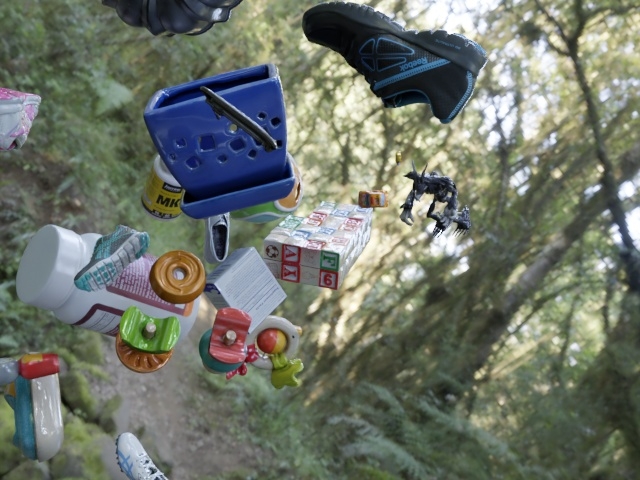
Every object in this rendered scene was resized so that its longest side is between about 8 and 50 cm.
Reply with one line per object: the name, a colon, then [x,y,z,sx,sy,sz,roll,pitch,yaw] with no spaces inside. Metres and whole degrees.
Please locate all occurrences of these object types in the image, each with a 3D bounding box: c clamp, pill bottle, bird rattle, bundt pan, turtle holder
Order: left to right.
pill bottle: [-0.505,0.114,1.980,0.392,0.224,0.224,26,19,-41]
bundt pan: [-0.291,-0.527,1.508,0.331,0.330,0.124,57,23,-15]
pill bottle: [-0.389,-0.157,2.147,0.119,0.119,0.209,55,-42,23]
c clamp: [-0.117,-0.176,1.207,0.160,0.022,0.137,38,-6,23]
turtle holder: [-0.197,-0.144,2.301,0.227,0.320,0.244,28,42,-38]
bird rattle: [-0.161,0.305,2.348,0.253,0.207,0.143,22,13,-11]

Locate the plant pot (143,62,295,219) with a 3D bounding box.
plant pot: [-0.163,-0.174,1.451,0.236,0.235,0.212,-108,-176,-71]

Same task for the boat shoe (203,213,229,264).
boat shoe: [-0.234,-0.038,1.873,0.066,0.184,0.063,11,-8,-31]

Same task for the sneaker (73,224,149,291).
sneaker: [-0.399,0.030,1.529,0.076,0.166,0.065,29,-40,25]

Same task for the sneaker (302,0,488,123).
sneaker: [0.099,-0.302,1.372,0.340,0.140,0.125,24,5,28]

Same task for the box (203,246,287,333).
box: [-0.161,0.105,1.720,0.072,0.126,0.137,-7,-59,52]

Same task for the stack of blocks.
stack of blocks: [0.000,0.000,1.863,0.297,0.171,0.087,-49,146,-63]

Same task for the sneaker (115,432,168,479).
sneaker: [-0.397,0.548,1.910,0.237,0.086,0.085,62,22,5]

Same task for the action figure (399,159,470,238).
action figure: [0.307,-0.095,2.222,0.164,0.141,0.275,8,-25,38]

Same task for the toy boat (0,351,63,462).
toy boat: [-0.675,0.350,1.894,0.318,0.148,0.268,110,-31,-50]

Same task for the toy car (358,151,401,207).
toy car: [0.109,-0.112,1.534,0.060,0.122,0.040,16,8,0]

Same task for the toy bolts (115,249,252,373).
toy bolts: [-0.238,0.155,1.489,0.228,0.218,0.158,19,-31,-8]

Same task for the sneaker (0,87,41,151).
sneaker: [-0.587,-0.224,1.523,0.252,0.102,0.111,-126,-133,-78]
